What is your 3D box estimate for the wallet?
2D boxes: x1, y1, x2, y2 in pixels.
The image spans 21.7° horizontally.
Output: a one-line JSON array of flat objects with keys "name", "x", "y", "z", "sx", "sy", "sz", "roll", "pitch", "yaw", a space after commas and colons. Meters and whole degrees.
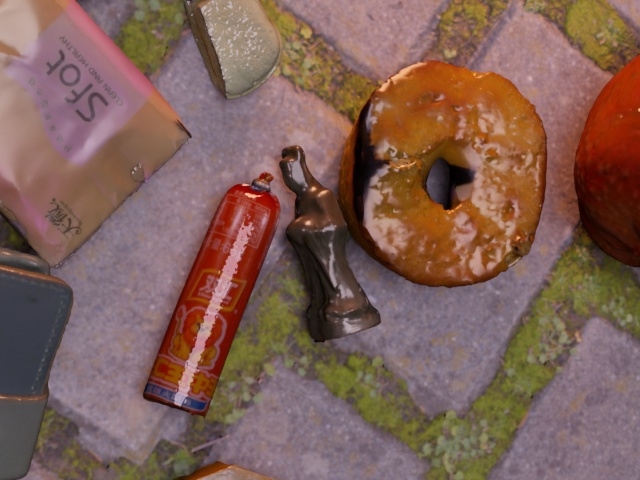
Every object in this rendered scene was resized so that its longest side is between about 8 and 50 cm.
[{"name": "wallet", "x": -0.395, "y": 0.171, "z": 1.648, "sx": 0.252, "sy": 0.083, "sz": 0.360, "roll": 14, "pitch": 99, "yaw": -29}]

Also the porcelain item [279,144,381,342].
[{"name": "porcelain item", "x": 0.000, "y": 0.000, "z": 1.818, "sx": 0.069, "sy": 0.081, "sz": 0.216, "roll": -18, "pitch": 94, "yaw": -24}]

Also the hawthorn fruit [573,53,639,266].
[{"name": "hawthorn fruit", "x": 0.441, "y": -0.109, "z": 1.870, "sx": 0.287, "sy": 0.287, "sz": 0.330, "roll": 28, "pitch": 75, "yaw": -15}]

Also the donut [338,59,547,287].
[{"name": "donut", "x": 0.135, "y": -0.071, "z": 1.845, "sx": 0.253, "sy": 0.118, "sz": 0.253, "roll": 0, "pitch": 92, "yaw": -16}]

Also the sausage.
[{"name": "sausage", "x": -0.109, "y": 0.053, "z": 1.790, "sx": 0.074, "sy": 0.074, "sz": 0.274, "roll": 24, "pitch": 81, "yaw": -15}]

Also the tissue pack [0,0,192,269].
[{"name": "tissue pack", "x": -0.291, "y": -0.132, "z": 1.709, "sx": 0.215, "sy": 0.123, "sz": 0.257, "roll": -46, "pitch": 113, "yaw": -11}]

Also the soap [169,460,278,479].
[{"name": "soap", "x": -0.128, "y": 0.349, "z": 1.776, "sx": 0.140, "sy": 0.073, "sz": 0.232, "roll": 21, "pitch": 82, "yaw": -20}]

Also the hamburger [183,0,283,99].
[{"name": "hamburger", "x": -0.088, "y": -0.219, "z": 1.814, "sx": 0.084, "sy": 0.054, "sz": 0.121, "roll": -21, "pitch": 98, "yaw": -21}]
